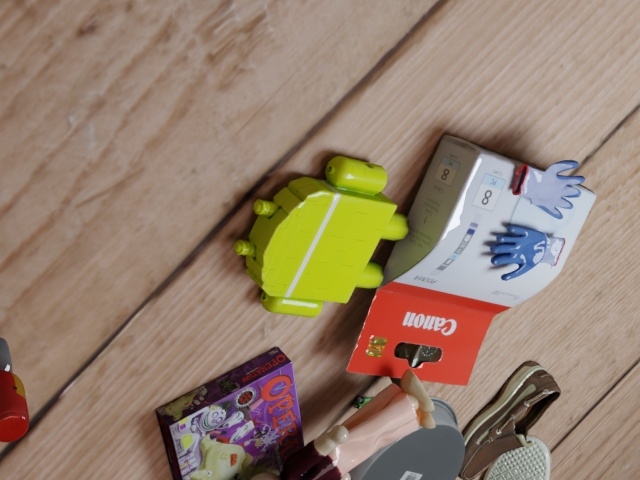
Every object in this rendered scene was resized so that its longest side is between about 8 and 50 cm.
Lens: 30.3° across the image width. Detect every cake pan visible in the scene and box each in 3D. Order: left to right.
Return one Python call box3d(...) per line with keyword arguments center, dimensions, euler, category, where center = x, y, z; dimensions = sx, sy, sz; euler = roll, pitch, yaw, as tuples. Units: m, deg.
box3d(center=(0.137, 0.404, 2.053), dimensions=(0.293, 0.054, 0.293), euler=(-21, 132, -26), category="cake pan")

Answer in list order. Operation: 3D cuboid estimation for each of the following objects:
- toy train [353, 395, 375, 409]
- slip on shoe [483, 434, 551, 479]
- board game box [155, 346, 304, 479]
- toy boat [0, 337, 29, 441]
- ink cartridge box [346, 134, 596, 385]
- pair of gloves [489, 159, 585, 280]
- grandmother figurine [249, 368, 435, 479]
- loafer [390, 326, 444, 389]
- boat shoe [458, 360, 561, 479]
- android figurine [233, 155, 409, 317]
box3d(center=(0.087, 0.269, 1.935), dimensions=(0.083, 0.017, 0.024), euler=(13, 102, -44), category="toy train")
box3d(center=(0.373, 0.512, 2.302), dimensions=(0.101, 0.123, 0.331), euler=(-42, 145, -58), category="slip on shoe")
box3d(center=(-0.122, 0.337, 1.797), dimensions=(0.208, 0.056, 0.347), euler=(-30, 135, -24), category="board game box")
box3d(center=(-0.466, 0.259, 1.401), dimensions=(0.318, 0.148, 0.267), euler=(-44, 134, 8), category="toy boat")
box3d(center=(0.233, 0.057, 1.804), dimensions=(0.308, 0.091, 0.385), euler=(13, 103, -45), category="ink cartridge box")
box3d(center=(0.322, -0.030, 1.758), dimensions=(0.159, 0.023, 0.198), euler=(6, 109, -41), category="pair of gloves")
box3d(center=(0.012, 0.333, 1.795), dimensions=(0.342, 0.104, 0.208), euler=(-30, 140, -13), category="grandmother figurine")
box3d(center=(0.153, 0.175, 1.896), dimensions=(0.056, 0.050, 0.148), euler=(36, 81, -48), category="loafer")
box3d(center=(0.338, 0.344, 2.138), dimensions=(0.095, 0.095, 0.257), euler=(23, 105, -46), category="boat shoe")
box3d(center=(0.000, 0.000, 1.629), dimensions=(0.273, 0.056, 0.248), euler=(7, 116, -43), category="android figurine")
